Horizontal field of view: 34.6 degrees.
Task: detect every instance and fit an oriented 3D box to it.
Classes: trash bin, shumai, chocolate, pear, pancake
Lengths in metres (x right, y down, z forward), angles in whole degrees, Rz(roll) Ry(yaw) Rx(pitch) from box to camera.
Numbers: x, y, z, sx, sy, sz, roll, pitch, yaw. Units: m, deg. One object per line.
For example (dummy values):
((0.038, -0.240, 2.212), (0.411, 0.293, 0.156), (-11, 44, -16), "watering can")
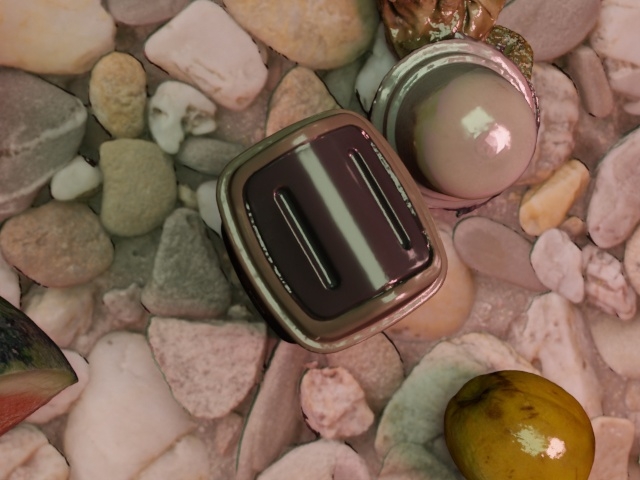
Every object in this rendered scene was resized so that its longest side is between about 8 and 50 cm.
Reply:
((0.000, 0.000, 1.019), (0.182, 0.290, 0.209), (-30, 87, -13), "trash bin")
((0.136, -0.304, 1.164), (0.161, 0.153, 0.209), (8, 78, 5), "shumai")
((0.152, -0.112, 1.112), (0.221, 0.147, 0.221), (0, 106, -1), "chocolate")
((0.212, 0.212, 1.092), (0.162, 0.149, 0.149), (38, 77, -9), "pear")
((0.207, -0.208, 1.226), (0.108, 0.017, 0.108), (1, 81, -8), "pancake")

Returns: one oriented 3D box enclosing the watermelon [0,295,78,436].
((-0.389, 0.163, 0.988), (0.250, 0.283, 0.292), (-1, 107, 5), "watermelon")
